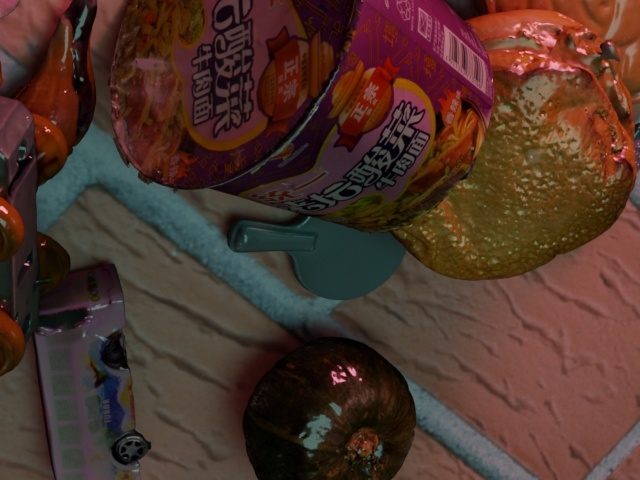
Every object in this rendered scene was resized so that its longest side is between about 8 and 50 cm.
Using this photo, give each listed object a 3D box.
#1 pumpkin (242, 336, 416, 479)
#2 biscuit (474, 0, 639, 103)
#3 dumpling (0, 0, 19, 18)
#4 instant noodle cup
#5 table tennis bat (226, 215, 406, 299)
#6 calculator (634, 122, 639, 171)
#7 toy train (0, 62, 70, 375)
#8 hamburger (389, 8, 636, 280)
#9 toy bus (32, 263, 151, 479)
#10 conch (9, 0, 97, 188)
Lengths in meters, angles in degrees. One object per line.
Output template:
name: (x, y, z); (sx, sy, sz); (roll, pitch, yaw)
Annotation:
pumpkin: (0.008, 0.219, 1.830); (0.223, 0.157, 0.224); (-22, 123, -37)
biscuit: (0.350, -0.306, 1.747); (0.351, 0.057, 0.312); (-32, 119, -6)
dumpling: (-0.359, -0.238, 1.409); (0.216, 0.149, 0.105); (6, 154, -37)
instant noodle cup: (-0.006, -0.165, 1.529); (0.266, 0.340, 0.340); (25, 104, -45)
table tennis bat: (0.000, 0.000, 1.778); (0.237, 0.038, 0.149); (2, 116, -32)
calculator: (0.366, -0.078, 1.906); (0.141, 0.019, 0.094); (-56, 147, 6)
toy train: (-0.371, -0.024, 1.480); (0.231, 0.163, 0.369); (13, 129, 7)
hamburger: (0.201, -0.108, 1.705); (0.314, 0.170, 0.290); (-26, 125, 15)
toy bus: (-0.255, 0.165, 1.711); (0.112, 0.090, 0.274); (-9, 119, -12)
conch: (-0.267, -0.132, 1.544); (0.233, 0.080, 0.086); (-51, 142, 8)
